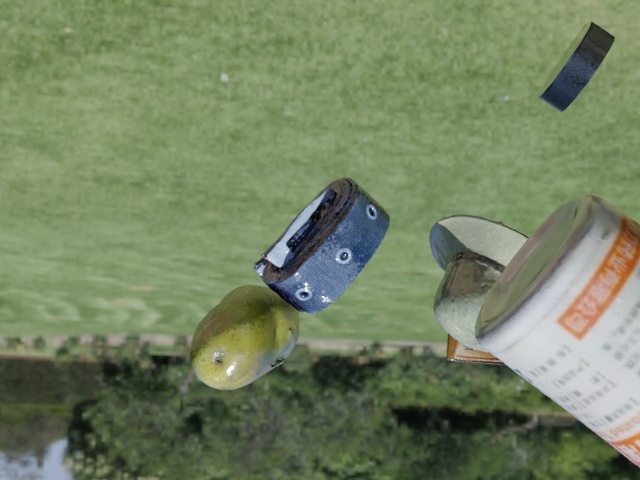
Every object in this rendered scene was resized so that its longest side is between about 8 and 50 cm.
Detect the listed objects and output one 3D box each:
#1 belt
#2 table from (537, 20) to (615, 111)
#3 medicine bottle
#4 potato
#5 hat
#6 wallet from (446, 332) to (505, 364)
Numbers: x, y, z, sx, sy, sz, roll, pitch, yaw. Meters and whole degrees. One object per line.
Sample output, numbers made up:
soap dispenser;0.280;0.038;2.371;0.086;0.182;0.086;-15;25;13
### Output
belt;0.001;0.000;1.686;0.128;0.218;0.122;45;173;-30
table;0.374;-0.254;1.573;0.043;0.133;0.133;34;171;0
medicine bottle;0.368;0.135;1.155;0.371;0.211;0.211;37;170;-1
potato;-0.123;0.160;1.754;0.143;0.169;0.248;20;-162;15
hat;0.245;0.091;1.612;0.257;0.130;0.257;30;156;15
wallet;0.391;0.211;2.538;0.195;0.161;0.042;8;169;-22
